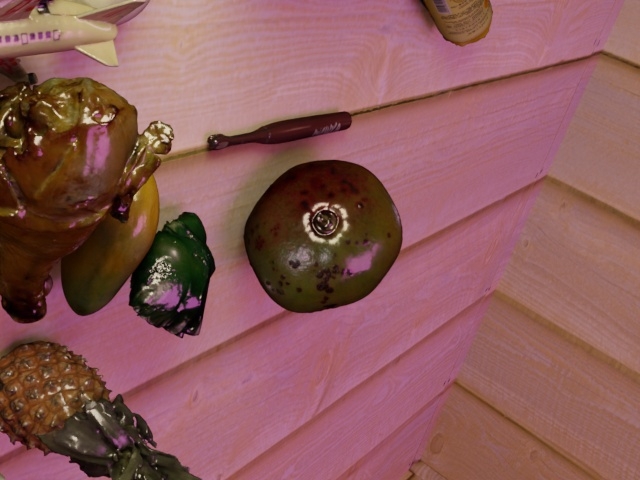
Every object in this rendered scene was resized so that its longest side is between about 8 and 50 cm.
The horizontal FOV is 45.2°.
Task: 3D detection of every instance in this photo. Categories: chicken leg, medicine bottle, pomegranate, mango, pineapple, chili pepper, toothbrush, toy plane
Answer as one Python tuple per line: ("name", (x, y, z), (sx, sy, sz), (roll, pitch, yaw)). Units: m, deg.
("chicken leg", (-0.340, -0.045, 0.875), (0.361, 0.212, 0.140), (-42, -161, 31))
("medicine bottle", (0.258, -0.470, 1.479), (0.124, 0.124, 0.239), (-58, 155, 1))
("pomegranate", (0.001, 0.017, 1.411), (0.291, 0.291, 0.323), (-41, 158, -29))
("mango", (-0.290, -0.009, 1.028), (0.091, 0.137, 0.237), (8, 134, -43))
("pineapple", (-0.303, 0.267, 1.049), (0.165, 0.365, 0.165), (-39, 143, -38))
("chili pepper", (-0.206, 0.048, 1.137), (0.264, 0.116, 0.148), (-94, -154, -79))
("toothbrush", (-0.061, -0.188, 1.328), (0.364, 0.041, 0.040), (-21, 136, -50))
("toy plane", (-0.311, -0.214, 0.755), (0.256, 0.104, 0.242), (0, 165, -36))

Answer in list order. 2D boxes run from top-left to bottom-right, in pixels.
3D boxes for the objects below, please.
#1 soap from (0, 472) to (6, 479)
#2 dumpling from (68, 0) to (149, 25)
("soap", (-0.520, 0.295, 0.907), (0.199, 0.182, 0.138), (-51, 151, -12))
("dumpling", (-0.218, -0.305, 0.867), (0.134, 0.100, 0.169), (-40, 153, -56))
